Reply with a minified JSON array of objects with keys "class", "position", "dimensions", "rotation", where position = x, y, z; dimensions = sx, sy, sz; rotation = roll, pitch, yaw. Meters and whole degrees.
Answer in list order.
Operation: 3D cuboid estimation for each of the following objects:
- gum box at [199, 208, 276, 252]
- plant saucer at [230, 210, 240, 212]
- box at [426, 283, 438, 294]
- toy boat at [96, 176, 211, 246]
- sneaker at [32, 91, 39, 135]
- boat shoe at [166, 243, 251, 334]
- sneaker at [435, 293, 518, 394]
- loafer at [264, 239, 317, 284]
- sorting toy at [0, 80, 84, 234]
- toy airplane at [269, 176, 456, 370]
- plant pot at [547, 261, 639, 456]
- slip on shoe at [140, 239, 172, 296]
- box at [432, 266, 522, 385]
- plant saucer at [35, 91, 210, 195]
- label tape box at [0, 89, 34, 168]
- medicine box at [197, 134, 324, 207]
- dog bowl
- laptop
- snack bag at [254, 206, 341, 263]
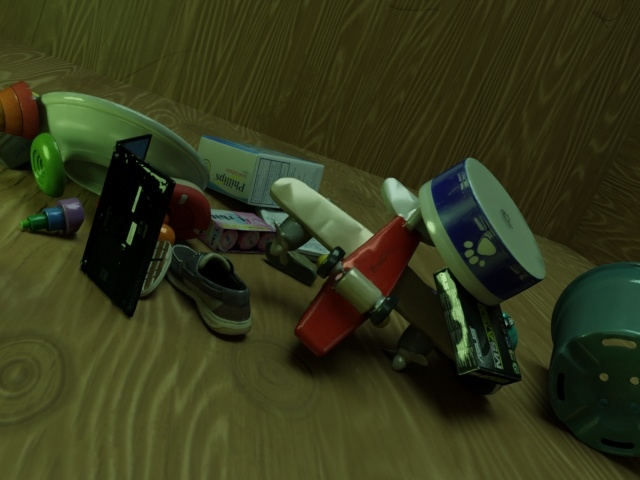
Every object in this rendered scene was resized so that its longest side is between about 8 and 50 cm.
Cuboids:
[{"class":"gum box","position":[-0.198,-0.021,1.458],"dimensions":[0.107,0.062,0.188],"rotation":[34,20,36]},{"class":"plant saucer","position":[-0.208,-0.056,1.654],"dimensions":[0.083,0.013,0.083],"rotation":[21,15,-6]},{"class":"box","position":[0.234,0.126,1.629],"dimensions":[0.162,0.029,0.116],"rotation":[6,23,-43]},{"class":"toy boat","position":[-0.334,-0.042,1.262],"dimensions":[0.231,0.151,0.151],"rotation":[9,51,-39]},{"class":"sneaker","position":[-0.671,-0.280,1.518],"dimensions":[0.126,0.091,0.240],"rotation":[36,-8,7]},{"class":"boat shoe","position":[-0.199,0.065,1.109],"dimensions":[0.102,0.092,0.285],"rotation":[7,20,-36]},{"class":"sneaker","position":[0.351,0.226,1.302],"dimensions":[0.178,0.124,0.295],"rotation":[14,24,-21]},{"class":"loafer","position":[-0.066,0.050,1.427],"dimensions":[0.148,0.056,0.050],"rotation":[38,19,16]},{"class":"sorting toy","position":[-0.579,-0.155,1.175],"dimensions":[0.126,0.127,0.366],"rotation":[-15,64,-38]},{"class":"toy airplane","position":[0.090,0.062,1.186],"dimensions":[0.384,0.272,0.386],"rotation":[7,51,-27]},{"class":"plant pot","position":[0.625,0.247,1.260],"dimensions":[0.341,0.341,0.334],"rotation":[28,24,21]},{"class":"slip on shoe","position":[-0.294,0.056,1.084],"dimensions":[0.051,0.041,0.135],"rotation":[0,39,4]},{"class":"box","position":[0.284,0.156,1.105],"dimensions":[0.184,0.045,0.191],"rotation":[26,46,-48]},{"class":"plant saucer","position":[-0.447,-0.167,1.345],"dimensions":[0.400,0.101,0.400],"rotation":[15,-21,6]},{"class":"label tape box","position":[-0.759,-0.272,1.369],"dimensions":[0.240,0.106,0.334],"rotation":[28,-21,22]},{"class":"medicine box","position":[-0.186,-0.200,1.845],"dimensions":[0.263,0.149,0.289],"rotation":[22,12,38]},{"class":"dog bowl","position":[0.301,-0.018,1.141],"dimensions":[0.265,0.104,0.265],"rotation":[39,32,-31]},{"class":"laptop","position":[-0.307,-0.039,1.047],"dimensions":[0.264,0.234,0.136],"rotation":[32,19,35]},{"class":"snack bag","position":[0.000,0.000,1.714],"dimensions":[0.342,0.037,0.323],"rotation":[16,16,-22]}]
